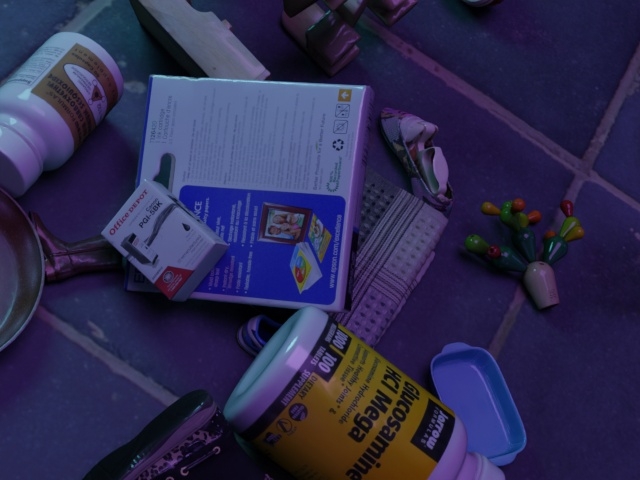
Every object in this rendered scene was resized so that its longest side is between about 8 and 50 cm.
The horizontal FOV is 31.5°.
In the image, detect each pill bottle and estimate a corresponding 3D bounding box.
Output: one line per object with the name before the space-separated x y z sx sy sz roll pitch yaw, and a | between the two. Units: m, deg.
pill bottle | 0.060 0.249 1.428 0.334 0.188 0.188 37 52 -6
pill bottle | -0.380 -0.169 1.547 0.131 0.131 0.229 33 53 -1

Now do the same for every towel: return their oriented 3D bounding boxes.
towel | 0.000 0.000 1.664 0.312 0.056 0.324 33 55 3

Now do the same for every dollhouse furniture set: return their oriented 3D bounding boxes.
dollhouse furniture set | -0.058 -0.397 1.704 0.394 0.362 0.256 -42 82 -6

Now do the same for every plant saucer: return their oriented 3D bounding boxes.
plant saucer | -0.505 0.038 1.415 0.311 0.050 0.310 11 55 -17

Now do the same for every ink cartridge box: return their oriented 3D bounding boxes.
ink cartridge box | -0.204 0.000 1.486 0.135 0.056 0.099 41 96 15
ink cartridge box | -0.095 -0.065 1.528 0.307 0.072 0.303 5 85 17

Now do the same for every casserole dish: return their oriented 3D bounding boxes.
casserole dish | 0.217 0.235 1.608 0.114 0.037 0.188 -8 64 -28

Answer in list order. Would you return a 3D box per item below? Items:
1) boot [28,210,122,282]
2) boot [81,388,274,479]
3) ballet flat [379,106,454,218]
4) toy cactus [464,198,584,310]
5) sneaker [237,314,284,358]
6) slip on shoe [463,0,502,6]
boot | -0.326 0.000 1.522 0.114 0.037 0.106 -14 79 -26
boot | -0.175 0.312 1.350 0.236 0.085 0.178 -40 111 -5
ballet flat | 0.162 -0.135 1.792 0.077 0.079 0.221 -5 62 -31
toy cactus | 0.335 0.016 1.769 0.219 0.112 0.180 -8 73 -37
sneaker | -0.045 0.152 1.534 0.144 0.059 0.053 34 50 -2
slip on shoe | 0.235 -0.550 2.080 0.101 0.123 0.331 8 44 -58
